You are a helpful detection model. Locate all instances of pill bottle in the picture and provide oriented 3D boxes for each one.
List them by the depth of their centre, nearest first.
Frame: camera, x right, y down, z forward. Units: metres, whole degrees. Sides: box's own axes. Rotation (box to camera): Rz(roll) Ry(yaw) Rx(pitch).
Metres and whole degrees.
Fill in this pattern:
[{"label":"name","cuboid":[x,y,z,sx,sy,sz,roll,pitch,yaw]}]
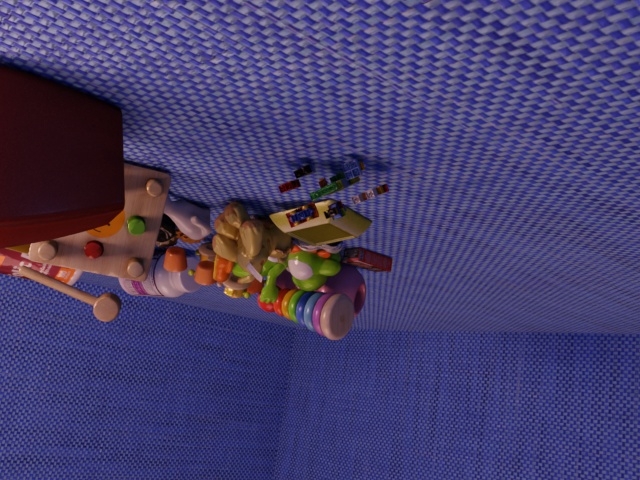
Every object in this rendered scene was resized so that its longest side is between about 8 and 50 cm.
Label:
[{"label":"pill bottle","cuboid":[-0.883,-0.011,1.924,0.392,0.223,0.224,18,164,-39]},{"label":"pill bottle","cuboid":[-0.573,0.121,2.432,0.302,0.169,0.169,0,165,33]}]

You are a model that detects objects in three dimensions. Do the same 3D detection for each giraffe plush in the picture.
[{"label":"giraffe plush","cuboid":[-0.147,-0.003,1.698,0.171,0.210,0.181,-22,163,-42]}]

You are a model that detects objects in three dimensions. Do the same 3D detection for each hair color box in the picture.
[{"label":"hair color box","cuboid":[0.142,0.060,2.016,0.141,0.043,0.072,19,164,-37]}]

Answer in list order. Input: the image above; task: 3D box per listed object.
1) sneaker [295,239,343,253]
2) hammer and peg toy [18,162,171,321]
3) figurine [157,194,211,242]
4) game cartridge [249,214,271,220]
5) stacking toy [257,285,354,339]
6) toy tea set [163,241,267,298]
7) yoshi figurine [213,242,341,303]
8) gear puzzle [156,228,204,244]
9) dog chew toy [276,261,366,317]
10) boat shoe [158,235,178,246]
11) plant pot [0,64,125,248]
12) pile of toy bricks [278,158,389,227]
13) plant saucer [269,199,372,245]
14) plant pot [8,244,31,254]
[{"label":"sneaker","cuboid":[0.000,0.000,1.857,0.135,0.052,0.058,4,159,-16]},{"label":"hammer and peg toy","cuboid":[-0.495,-0.002,1.459,0.266,0.361,0.127,14,-174,-20]},{"label":"figurine","cuboid":[-0.415,-0.071,1.710,0.215,0.092,0.209,-3,159,35]},{"label":"game cartridge","cuboid":[-0.158,-0.051,1.786,0.083,0.017,0.056,17,160,-34]},{"label":"stacking toy","cuboid":[-0.063,0.207,2.072,0.331,0.141,0.141,9,170,39]},{"label":"toy tea set","cuboid":[-0.330,0.109,2.101,0.336,0.124,0.200,22,-149,22]},{"label":"yoshi figurine","cuboid":[-0.123,0.079,1.983,0.363,0.203,0.203,6,-177,-1]},{"label":"gear puzzle","cuboid":[-0.502,-0.027,1.914,0.339,0.044,0.175,10,147,-10]},{"label":"dog chew toy","cuboid":[-0.022,0.157,2.216,0.332,0.206,0.207,10,169,24]},{"label":"boat shoe","cuboid":[-0.468,-0.013,2.060,0.056,0.049,0.152,-6,170,-27]},{"label":"plant pot","cuboid":[-0.476,-0.130,1.163,0.236,0.267,0.267,-1,172,-28]},{"label":"pile of toy bricks","cuboid":[0.029,-0.103,1.312,0.212,0.118,0.105,-20,-178,31]},{"label":"plant saucer","cuboid":[0.002,-0.033,1.634,0.188,0.045,0.188,-12,158,32]},{"label":"plant pot","cuboid":[-0.678,-0.069,1.636,0.212,0.187,0.212,-3,163,39]}]
